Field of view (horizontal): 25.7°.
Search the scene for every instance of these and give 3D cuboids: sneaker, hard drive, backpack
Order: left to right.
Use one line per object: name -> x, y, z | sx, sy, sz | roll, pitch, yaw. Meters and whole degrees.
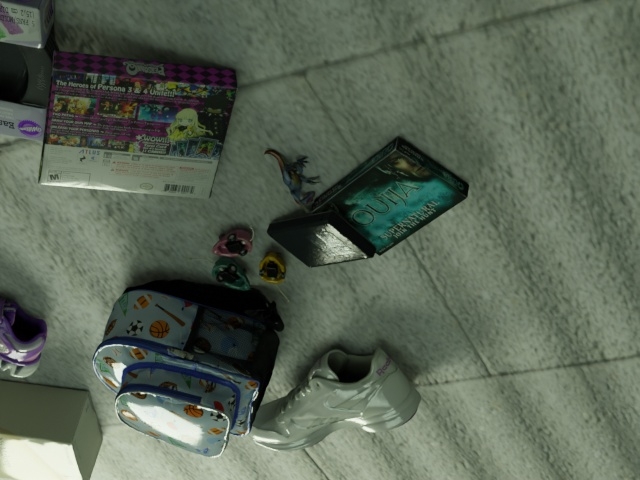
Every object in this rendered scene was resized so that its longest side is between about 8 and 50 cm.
sneaker -> -0.535, 0.127, 2.229 | 0.236, 0.095, 0.104 | 27, 132, -23
backpack -> -0.213, 0.194, 2.135 | 0.263, 0.213, 0.276 | 23, 144, 5
hard drive -> 0.000, 0.000, 1.946 | 0.094, 0.022, 0.135 | 39, 150, -30
sneaker -> 0.003, 0.240, 2.215 | 0.305, 0.114, 0.152 | -17, 118, 26

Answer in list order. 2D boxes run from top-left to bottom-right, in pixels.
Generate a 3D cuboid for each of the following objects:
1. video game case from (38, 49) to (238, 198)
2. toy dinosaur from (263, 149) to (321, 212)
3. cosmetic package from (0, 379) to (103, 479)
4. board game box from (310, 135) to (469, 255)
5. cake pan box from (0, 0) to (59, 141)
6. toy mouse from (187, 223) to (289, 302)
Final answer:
video game case -> -0.238, -0.144, 1.802 | 0.232, 0.042, 0.210 | 4, 139, -13
toy dinosaur -> -0.032, -0.081, 1.892 | 0.090, 0.047, 0.082 | 42, 154, 17
cosmetic package -> -0.553, 0.331, 2.453 | 0.309, 0.113, 0.160 | 6, 140, 10
board game box -> 0.091, -0.056, 1.881 | 0.126, 0.026, 0.186 | 32, 137, -22
cake pan box -> -0.457, -0.246, 1.776 | 0.266, 0.070, 0.246 | 12, 143, 0
toy mouse -> -0.120, 0.024, 2.030 | 0.143, 0.031, 0.161 | 4, 139, 11
